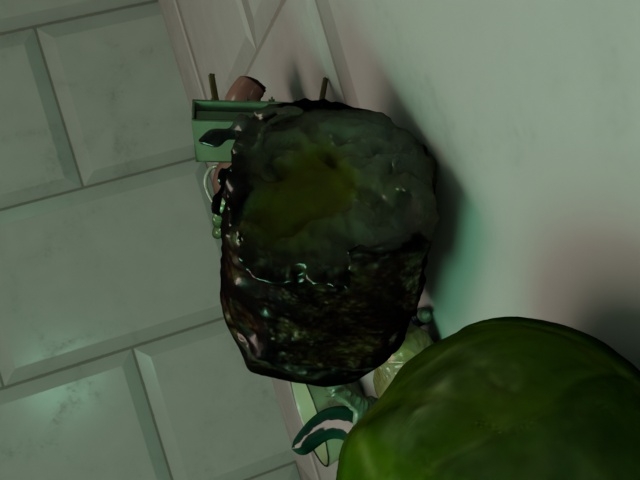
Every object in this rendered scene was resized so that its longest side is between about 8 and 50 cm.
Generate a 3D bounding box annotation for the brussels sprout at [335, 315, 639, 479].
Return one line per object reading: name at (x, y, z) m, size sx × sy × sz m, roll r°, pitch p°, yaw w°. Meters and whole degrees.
brussels sprout at (0.168, 0.219, 0.616) m, size 0.289 × 0.281 × 0.354 m, roll 35°, pitch 165°, yaw 32°

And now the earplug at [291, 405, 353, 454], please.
earplug at (0.067, 0.445, 1.415) m, size 0.280 × 0.257 × 0.164 m, roll -74°, pitch 0°, yaw -54°

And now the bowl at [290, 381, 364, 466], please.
bowl at (0.027, 0.369, 1.672) m, size 0.238 × 0.126 × 0.237 m, roll 163°, pitch 90°, yaw -77°

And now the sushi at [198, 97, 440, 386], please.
sushi at (0.001, -0.001, 0.977) m, size 0.294 × 0.281 × 0.299 m, roll 91°, pitch 169°, yaw -53°

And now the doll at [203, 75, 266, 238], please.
doll at (-0.137, -0.133, 1.402) m, size 0.216 × 0.268 × 0.284 m, roll 34°, pitch 168°, yaw -2°

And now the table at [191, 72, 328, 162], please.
table at (-0.084, -0.202, 1.225) m, size 0.121 × 0.240 × 0.111 m, roll 105°, pitch 165°, yaw -64°

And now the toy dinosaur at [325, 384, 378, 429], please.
toy dinosaur at (0.135, 0.360, 1.225) m, size 0.393 × 0.092 × 0.205 m, roll 44°, pitch -170°, yaw -44°

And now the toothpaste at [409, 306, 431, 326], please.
toothpaste at (0.142, 0.117, 1.129) m, size 0.140 × 0.021 × 0.037 m, roll 128°, pitch 124°, yaw -76°

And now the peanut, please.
peanut at (0.130, 0.197, 1.133) m, size 0.214 × 0.099 × 0.090 m, roll 94°, pitch -167°, yaw -60°
